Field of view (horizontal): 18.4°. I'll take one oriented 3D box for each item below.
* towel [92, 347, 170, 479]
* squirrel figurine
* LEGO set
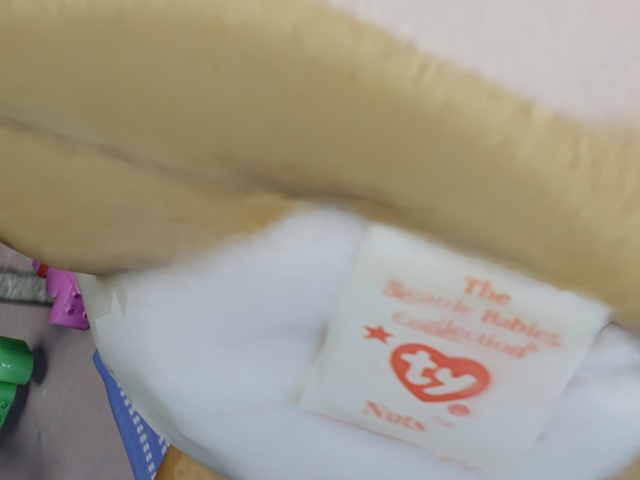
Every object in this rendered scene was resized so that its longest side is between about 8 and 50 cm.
[{"bbox_3d":[0.000,0.000,0.808,0.336,0.040,0.243,-58,34,26],"label":"towel"},{"bbox_3d":[0.093,-0.111,0.537,0.397,0.281,0.370,-8,45,26],"label":"squirrel figurine"},{"bbox_3d":[-0.184,0.087,1.022,0.227,0.087,0.093,-66,32,17],"label":"LEGO set"}]
